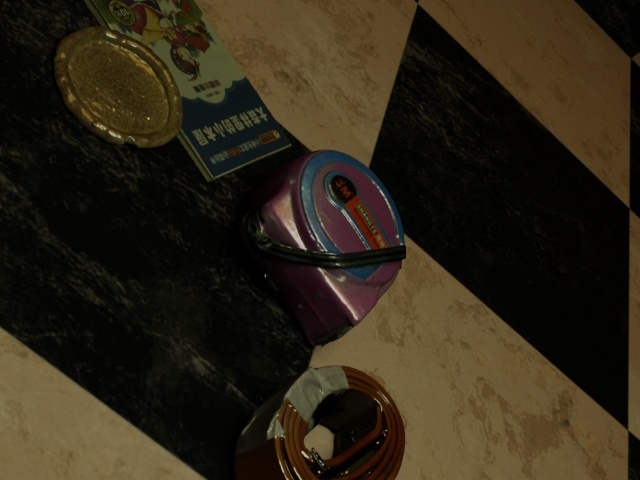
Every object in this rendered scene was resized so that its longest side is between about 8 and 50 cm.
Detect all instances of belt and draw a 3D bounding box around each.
[{"bbox_3d":[0.002,0.255,1.493,0.184,0.105,0.261,56,35,8],"label":"belt"}]

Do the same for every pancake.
[{"bbox_3d":[-0.272,-0.207,1.633,0.199,0.021,0.199,21,51,-28],"label":"pancake"}]

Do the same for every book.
[{"bbox_3d":[-0.189,-0.247,1.783,0.322,0.018,0.228,55,35,3],"label":"book"}]

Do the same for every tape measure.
[{"bbox_3d":[0.000,0.000,1.686,0.231,0.149,0.245,54,42,-4],"label":"tape measure"}]

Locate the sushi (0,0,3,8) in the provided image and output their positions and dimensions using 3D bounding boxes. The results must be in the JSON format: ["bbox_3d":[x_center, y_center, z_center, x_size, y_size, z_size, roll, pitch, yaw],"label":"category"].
[{"bbox_3d":[-0.462,-0.441,1.465,0.227,0.212,0.215,6,57,-46],"label":"sushi"}]
